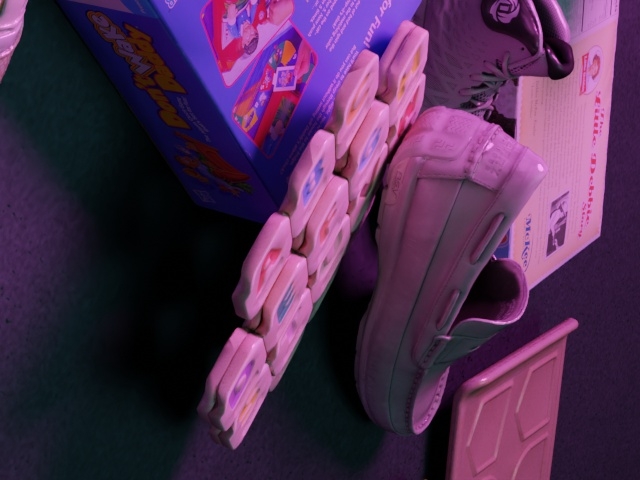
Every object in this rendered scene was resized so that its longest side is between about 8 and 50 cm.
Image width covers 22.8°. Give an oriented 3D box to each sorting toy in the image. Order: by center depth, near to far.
[{"bbox_3d":[0.137,0.208,1.440,0.307,0.041,0.229,-22,126,-53],"label":"sorting toy"}]

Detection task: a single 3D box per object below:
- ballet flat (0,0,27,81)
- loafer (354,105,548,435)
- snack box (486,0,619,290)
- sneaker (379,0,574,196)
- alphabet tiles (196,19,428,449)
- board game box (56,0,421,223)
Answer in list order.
[{"bbox_3d":[-0.168,-0.141,0.774,0.057,0.052,0.168,-36,132,-47],"label":"ballet flat"},{"bbox_3d":[0.095,0.043,1.176,0.319,0.111,0.112,95,21,-48],"label":"loafer"},{"bbox_3d":[0.185,-0.123,1.344,0.187,0.060,0.322,-30,128,-49],"label":"snack box"},{"bbox_3d":[0.119,-0.110,1.172,0.086,0.132,0.229,-17,117,-55],"label":"sneaker"},{"bbox_3d":[0.000,0.000,1.027,0.284,0.021,0.278,-61,170,-15],"label":"alphabet tiles"},{"bbox_3d":[-0.009,-0.215,0.974,0.347,0.078,0.233,-60,146,-23],"label":"board game box"}]
